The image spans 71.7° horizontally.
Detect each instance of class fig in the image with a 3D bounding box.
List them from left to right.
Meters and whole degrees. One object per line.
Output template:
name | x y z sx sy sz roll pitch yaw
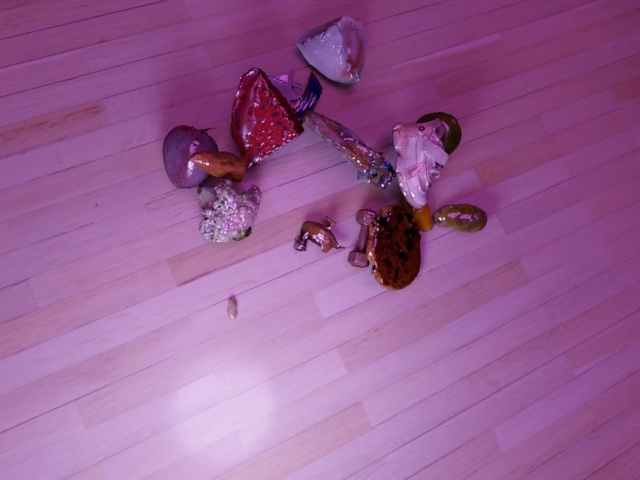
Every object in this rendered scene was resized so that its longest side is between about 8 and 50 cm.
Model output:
fig | 0.502 -0.446 1.872 0.203 0.203 0.235 59 35 3

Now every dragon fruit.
dragon fruit | -0.176 -0.473 1.631 0.302 0.240 0.330 -45 129 -43

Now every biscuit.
biscuit | 0.281 0.026 1.726 0.289 0.081 0.334 10 82 -37

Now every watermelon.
watermelon | 0.095 -0.812 1.805 0.320 0.214 0.289 42 73 10
watermelon | 0.191 -0.272 1.814 0.084 0.072 0.092 -45 52 -4

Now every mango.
mango | 0.403 -0.117 1.822 0.101 0.066 0.187 -32 94 -14

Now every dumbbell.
dumbbell | 0.168 -0.010 1.741 0.092 0.082 0.231 14 78 -10

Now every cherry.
cherry | -0.474 -0.313 1.603 0.183 0.213 0.266 18 101 -43

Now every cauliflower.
cauliflower | -0.359 -0.126 1.613 0.315 0.239 0.256 35 101 14

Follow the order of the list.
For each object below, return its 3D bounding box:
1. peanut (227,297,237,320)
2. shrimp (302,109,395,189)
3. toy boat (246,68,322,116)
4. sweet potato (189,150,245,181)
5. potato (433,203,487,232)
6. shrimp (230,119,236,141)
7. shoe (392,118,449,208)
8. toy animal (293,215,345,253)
peanut | -0.320 0.250 1.618 0.037 0.037 0.083 3 75 -11
shrimp | 0.108 -0.368 1.716 0.445 0.221 0.110 40 110 9
toy boat | -0.147 -0.598 1.794 0.318 0.072 0.219 0 77 -8
sweet potato | -0.346 -0.265 1.536 0.097 0.251 0.097 -3 85 32
potato | 0.582 -0.094 1.838 0.225 0.090 0.117 5 85 -4
shrimp | -0.305 -0.472 1.745 0.115 0.051 0.217 -12 88 -14
shoe | 0.393 -0.305 1.703 0.198 0.172 0.351 -10 83 23
toy animal | 0.000 0.000 1.711 0.188 0.089 0.179 40 92 -3
